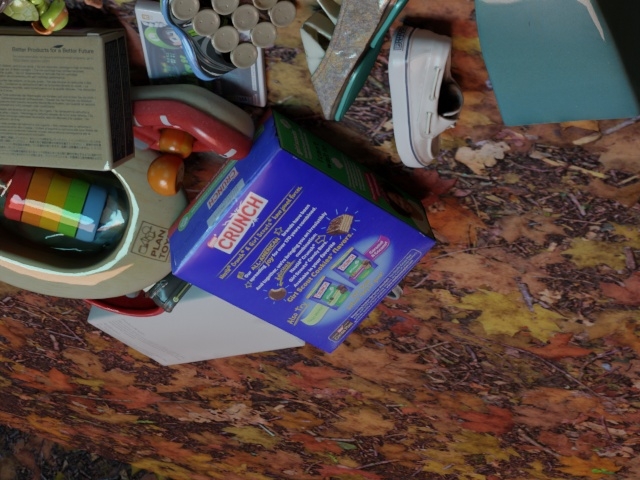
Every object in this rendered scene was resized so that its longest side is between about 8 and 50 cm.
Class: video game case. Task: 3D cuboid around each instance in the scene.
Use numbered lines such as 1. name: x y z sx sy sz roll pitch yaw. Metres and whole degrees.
1. video game case: -0.163 -0.258 1.872 0.173 0.022 0.190 11 153 6

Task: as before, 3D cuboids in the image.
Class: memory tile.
1. memory tile: -0.109 -0.295 1.706 0.148 0.113 0.012 37 -171 -37

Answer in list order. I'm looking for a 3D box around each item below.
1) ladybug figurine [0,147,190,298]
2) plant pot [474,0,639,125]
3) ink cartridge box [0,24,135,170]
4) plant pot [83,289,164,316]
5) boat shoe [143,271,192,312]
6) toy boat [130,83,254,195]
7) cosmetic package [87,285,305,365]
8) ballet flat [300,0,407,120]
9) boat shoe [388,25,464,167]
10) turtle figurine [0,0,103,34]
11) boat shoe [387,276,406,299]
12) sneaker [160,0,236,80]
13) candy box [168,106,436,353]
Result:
1. ladybug figurine: -0.409 -0.072 2.110 0.449 0.305 0.162 21 -166 -11
2. plant pot: 0.265 -0.272 1.508 0.165 0.166 0.234 -2 142 27
3. ink cartridge box: -0.388 -0.204 1.897 0.234 0.088 0.193 5 107 18
4. plant pot: -0.333 0.016 2.310 0.191 0.174 0.191 10 153 5
5. boat shoe: -0.199 0.034 2.232 0.069 0.227 0.081 49 147 -1
6. toy boat: -0.208 -0.137 1.946 0.231 0.151 0.151 2 165 37
7. cosmetic package: -0.214 0.105 2.455 0.385 0.156 0.217 -12 144 39
8. ballet flat: 0.035 -0.270 1.699 0.106 0.107 0.316 35 147 2
9. boat shoe: 0.150 -0.186 1.799 0.088 0.096 0.267 10 146 15
10. turtle figurine: -0.409 -0.332 1.740 0.217 0.087 0.269 36 171 -20
11. boat shoe: 0.000 0.001 2.207 0.320 0.103 0.118 21 152 -16
12. sneaker: -0.155 -0.288 1.746 0.078 0.067 0.188 -12 138 15
13. candy box: -0.031 -0.007 2.052 0.317 0.122 0.268 29 114 -31
